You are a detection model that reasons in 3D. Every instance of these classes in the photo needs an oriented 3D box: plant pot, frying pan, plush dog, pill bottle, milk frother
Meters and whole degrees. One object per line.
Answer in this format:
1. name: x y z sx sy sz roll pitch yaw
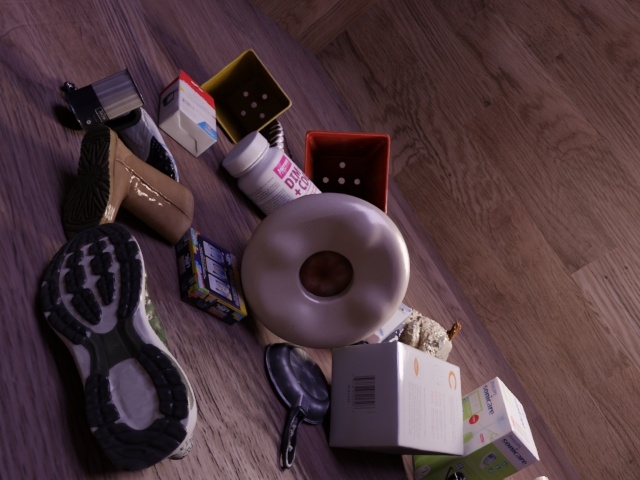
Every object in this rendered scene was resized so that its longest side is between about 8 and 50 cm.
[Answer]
1. plant pot: 0.077 -0.211 2.114 0.236 0.268 0.267 -157 -110 -88
2. frying pan: -0.059 0.305 1.295 0.197 0.053 0.326 54 16 3
3. plush dog: 0.298 0.289 1.994 0.225 0.210 0.262 38 8 33
4. pill bottle: -0.127 -0.156 1.756 0.283 0.160 0.160 45 20 -23
5. plant pot: -0.222 -0.436 1.980 0.212 0.212 0.187 53 7 -2
6. milk frother: -0.444 -0.300 1.290 0.143 0.135 0.129 61 -11 13

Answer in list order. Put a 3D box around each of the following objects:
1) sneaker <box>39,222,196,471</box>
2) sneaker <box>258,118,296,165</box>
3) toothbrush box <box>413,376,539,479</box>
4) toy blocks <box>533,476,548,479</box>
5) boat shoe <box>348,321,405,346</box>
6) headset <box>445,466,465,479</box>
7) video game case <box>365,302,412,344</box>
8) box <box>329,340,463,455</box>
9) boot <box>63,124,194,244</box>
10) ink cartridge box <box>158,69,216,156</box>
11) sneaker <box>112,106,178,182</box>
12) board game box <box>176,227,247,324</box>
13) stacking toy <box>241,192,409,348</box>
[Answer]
1. sneaker: -0.289 0.158 0.937 0.182 0.158 0.410 83 -17 -58
2. sneaker: -0.127 -0.255 2.056 0.162 0.107 0.281 43 29 -46
3. toothbrush box: 0.379 0.512 1.602 0.122 0.283 0.206 49 20 -16
4. toy blocks: 0.524 0.768 1.485 0.309 0.289 0.260 48 14 -27
5. boat shoe: 0.168 0.304 1.749 0.341 0.127 0.158 -5 67 -60
6. headset: 0.226 0.626 1.332 0.243 0.185 0.394 51 34 2
7. video game case: 0.069 0.136 1.699 0.329 0.036 0.300 36 19 15
8. box: 0.182 0.372 1.445 0.345 0.168 0.214 30 55 -50
9. boot: -0.338 -0.057 1.180 0.269 0.089 0.236 48 41 -57
10. ink cartridge box: -0.350 -0.341 1.676 0.134 0.078 0.231 41 22 -35
11. sneaker: -0.370 -0.199 1.379 0.237 0.085 0.086 60 11 8
12. board game box: -0.225 0.073 1.296 0.141 0.048 0.170 39 24 -42
13. stacking toy: 0.000 0.000 1.494 0.350 0.351 0.480 47 12 -18
